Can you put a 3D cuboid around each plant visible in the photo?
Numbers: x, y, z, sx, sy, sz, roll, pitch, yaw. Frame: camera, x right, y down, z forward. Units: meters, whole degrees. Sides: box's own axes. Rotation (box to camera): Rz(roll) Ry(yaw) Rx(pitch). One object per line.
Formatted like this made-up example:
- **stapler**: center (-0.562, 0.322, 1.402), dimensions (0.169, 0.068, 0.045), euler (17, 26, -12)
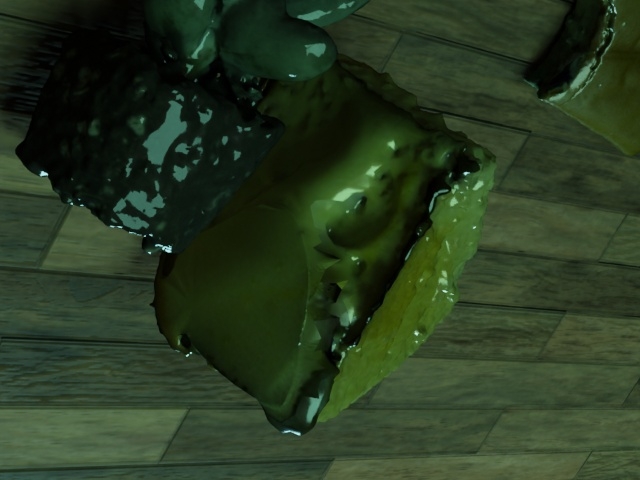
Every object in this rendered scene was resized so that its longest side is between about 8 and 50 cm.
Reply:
- **plant**: center (-0.074, -0.127, 1.225), dimensions (0.274, 0.149, 0.146), euler (-51, 147, 0)

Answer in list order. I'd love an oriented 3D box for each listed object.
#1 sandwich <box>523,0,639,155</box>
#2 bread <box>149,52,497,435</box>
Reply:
- **sandwich**: center (0.301, -0.204, 1.650), dimensions (0.245, 0.063, 0.212), euler (-56, 145, 9)
- **bread**: center (0.000, 0.000, 1.404), dimensions (0.262, 0.204, 0.162), euler (-53, 158, 1)
